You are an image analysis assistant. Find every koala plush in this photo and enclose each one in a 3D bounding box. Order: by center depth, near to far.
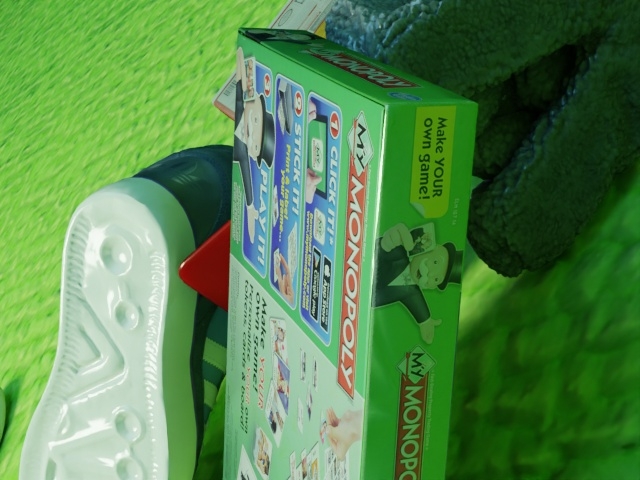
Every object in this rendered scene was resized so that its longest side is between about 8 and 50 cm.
[{"bbox_3d":[0.099,-0.125,0.751,0.203,0.196,0.221,-42,27,-5],"label":"koala plush"}]

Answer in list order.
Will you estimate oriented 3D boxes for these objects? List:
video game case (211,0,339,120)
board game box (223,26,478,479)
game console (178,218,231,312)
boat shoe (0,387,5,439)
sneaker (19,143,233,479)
[{"bbox_3d":[0.005,-0.174,1.106,0.204,0.025,0.285,-52,27,1],"label":"video game case"},{"bbox_3d":[0.001,0.064,0.616,0.213,0.046,0.317,-140,50,-62],"label":"board game box"},{"bbox_3d":[0.000,0.000,0.779,0.085,0.144,0.124,-16,46,47],"label":"game console"},{"bbox_3d":[-0.390,0.241,1.171,0.095,0.079,0.255,-21,41,45],"label":"boat shoe"},{"bbox_3d":[-0.099,0.087,0.894,0.236,0.130,0.323,-25,-52,-62],"label":"sneaker"}]
